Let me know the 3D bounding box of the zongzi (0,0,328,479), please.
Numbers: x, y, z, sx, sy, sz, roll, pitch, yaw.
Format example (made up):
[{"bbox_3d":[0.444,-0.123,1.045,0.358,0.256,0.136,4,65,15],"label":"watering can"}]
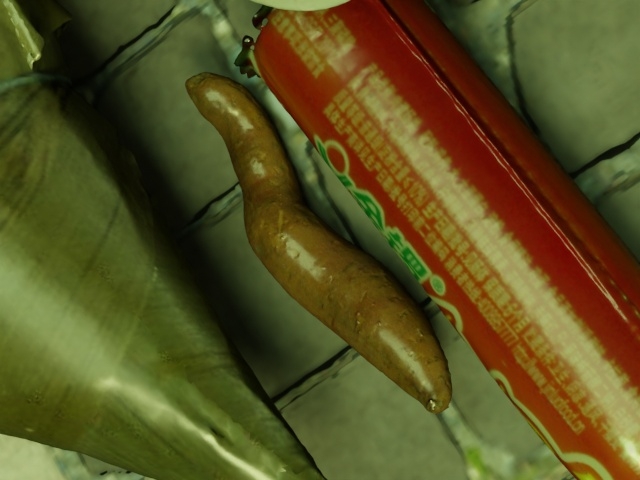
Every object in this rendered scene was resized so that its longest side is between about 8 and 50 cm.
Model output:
[{"bbox_3d":[-0.194,0.042,0.717,0.323,0.160,0.360,-40,80,22],"label":"zongzi"}]

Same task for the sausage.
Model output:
[{"bbox_3d":[0.072,0.004,0.640,0.083,0.083,0.264,-42,73,15],"label":"sausage"}]

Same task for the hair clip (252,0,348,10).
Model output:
[{"bbox_3d":[-0.029,-0.210,0.674,0.172,0.113,0.282,-30,38,18],"label":"hair clip"}]

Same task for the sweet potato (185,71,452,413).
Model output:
[{"bbox_3d":[-0.003,0.003,0.692,0.044,0.044,0.179,-45,65,14],"label":"sweet potato"}]
